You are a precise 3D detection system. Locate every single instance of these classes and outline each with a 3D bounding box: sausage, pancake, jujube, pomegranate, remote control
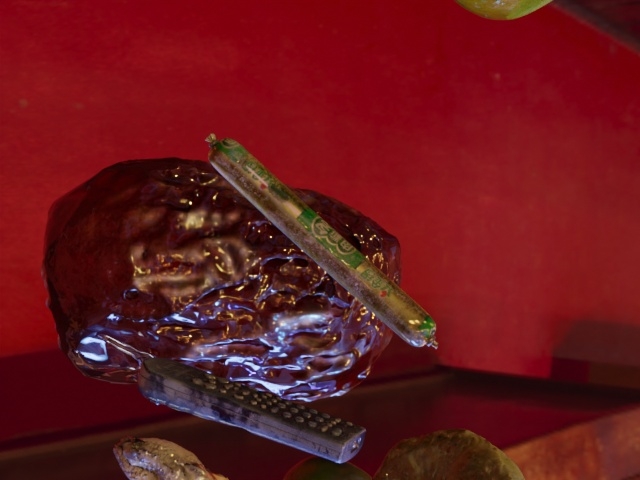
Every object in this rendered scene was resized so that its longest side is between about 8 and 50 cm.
[{"bbox_3d":[0.000,0.000,0.918,0.269,0.033,0.033,42,49,7],"label":"sausage"},{"bbox_3d":[0.133,0.328,1.178,0.037,0.253,0.254,24,73,-44],"label":"pancake"},{"bbox_3d":[-0.109,0.048,1.115,0.258,0.376,0.259,11,90,-81],"label":"jujube"},{"bbox_3d":[0.013,0.356,1.342,0.191,0.131,0.152,66,35,-60],"label":"pomegranate"},{"bbox_3d":[-0.047,0.107,0.680,0.043,0.152,0.027,8,96,-70],"label":"remote control"}]

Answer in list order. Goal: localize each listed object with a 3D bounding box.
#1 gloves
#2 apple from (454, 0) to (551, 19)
[{"bbox_3d":[-0.194,0.291,1.335,0.070,0.153,0.114,-59,160,-6],"label":"gloves"},{"bbox_3d":[0.163,-0.278,0.965,0.146,0.147,0.163,55,15,6],"label":"apple"}]
